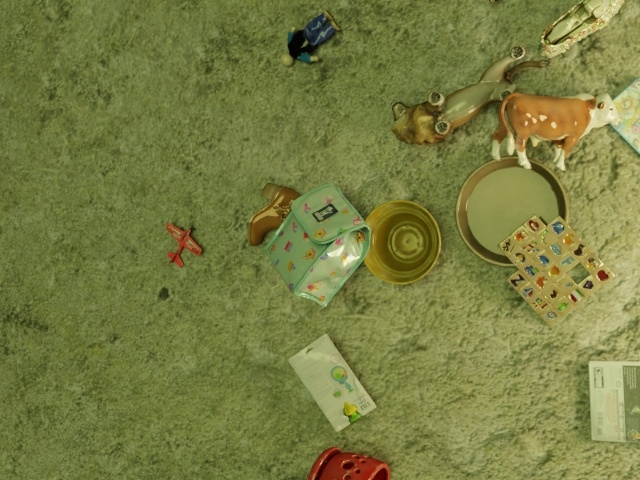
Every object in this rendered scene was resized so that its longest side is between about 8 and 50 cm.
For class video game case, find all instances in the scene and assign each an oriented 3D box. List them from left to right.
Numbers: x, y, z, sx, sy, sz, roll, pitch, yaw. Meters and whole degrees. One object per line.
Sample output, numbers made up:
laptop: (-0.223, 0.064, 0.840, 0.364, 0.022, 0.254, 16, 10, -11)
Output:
video game case: (0.725, 0.380, 1.751, 0.173, 0.022, 0.190, -2, 88, 23)
video game case: (0.756, -0.282, 1.742, 0.119, 0.015, 0.166, -44, 74, 17)

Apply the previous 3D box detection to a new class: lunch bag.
lunch bag: (0.000, 0.000, 1.947, 0.262, 0.160, 0.223, -54, 40, 16)

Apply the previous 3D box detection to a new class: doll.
doll: (-0.036, -0.550, 2.064, 0.189, 0.046, 0.129, -35, 76, 19)

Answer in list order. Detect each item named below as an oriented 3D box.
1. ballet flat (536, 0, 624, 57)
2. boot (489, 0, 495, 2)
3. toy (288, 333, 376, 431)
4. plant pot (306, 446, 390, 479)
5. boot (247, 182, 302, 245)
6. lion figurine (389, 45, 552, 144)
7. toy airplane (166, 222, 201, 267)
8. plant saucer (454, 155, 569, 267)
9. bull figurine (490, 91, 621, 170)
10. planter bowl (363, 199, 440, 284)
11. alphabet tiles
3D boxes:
ballet flat: (0.621, -0.526, 1.767, 0.241, 0.077, 0.091, -41, 74, 17)
boot: (0.486, -0.711, 1.820, 0.179, 0.085, 0.236, -1, 86, 21)
toy: (0.035, 0.384, 2.027, 0.137, 0.056, 0.237, -36, 81, 15)
plant pot: (0.067, 0.641, 1.943, 0.174, 0.191, 0.191, 19, 97, 28)
boot: (-0.113, -0.051, 2.085, 0.152, 0.073, 0.197, 24, 104, 15)
lion figurine: (0.360, -0.345, 1.835, 0.392, 0.240, 0.142, -20, 91, 6)
toy airplane: (-0.417, 0.018, 2.235, 0.151, 0.028, 0.151, 0, 89, 24)
plant saucer: (0.474, -0.071, 1.849, 0.278, 0.041, 0.277, 0, 89, 23)
bull figurine: (0.542, -0.263, 1.730, 0.311, 0.101, 0.188, 3, 112, -17)
planter bowl: (0.216, 0.004, 1.931, 0.217, 0.090, 0.217, 0, 91, 23)
alphabet tiles: (0.552, 0.061, 1.798, 0.198, 0.009, 0.237, -43, 90, 18)
